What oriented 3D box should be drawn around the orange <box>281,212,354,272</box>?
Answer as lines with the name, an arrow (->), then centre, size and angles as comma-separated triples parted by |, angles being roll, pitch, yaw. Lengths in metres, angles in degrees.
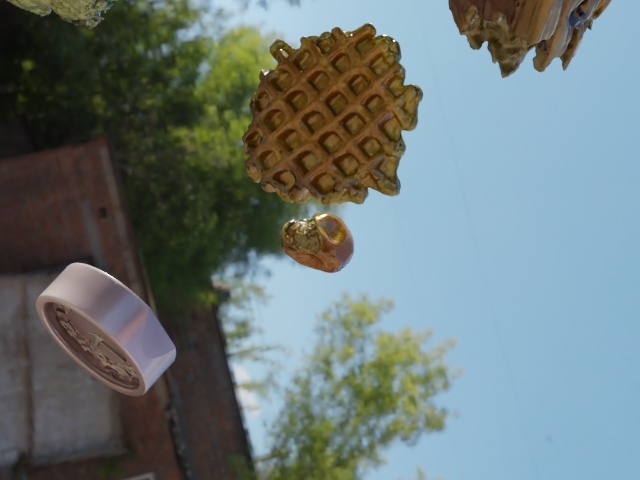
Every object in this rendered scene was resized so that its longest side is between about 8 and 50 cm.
orange -> 0.000, 0.000, 1.351 | 0.086, 0.086, 0.062 | 114, 0, -67

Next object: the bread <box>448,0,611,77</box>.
bread -> 0.336, -0.411, 1.839 | 0.370, 0.191, 0.314 | 99, -24, -53

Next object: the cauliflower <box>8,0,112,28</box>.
cauliflower -> -0.257, -0.368, 1.285 | 0.275, 0.250, 0.272 | 47, -54, 3

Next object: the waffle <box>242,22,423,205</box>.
waffle -> 0.014, -0.161, 1.530 | 0.059, 0.243, 0.238 | 28, 66, -68

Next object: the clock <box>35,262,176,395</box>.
clock -> -0.295, 0.124, 1.621 | 0.197, 0.068, 0.197 | 30, -30, 19
